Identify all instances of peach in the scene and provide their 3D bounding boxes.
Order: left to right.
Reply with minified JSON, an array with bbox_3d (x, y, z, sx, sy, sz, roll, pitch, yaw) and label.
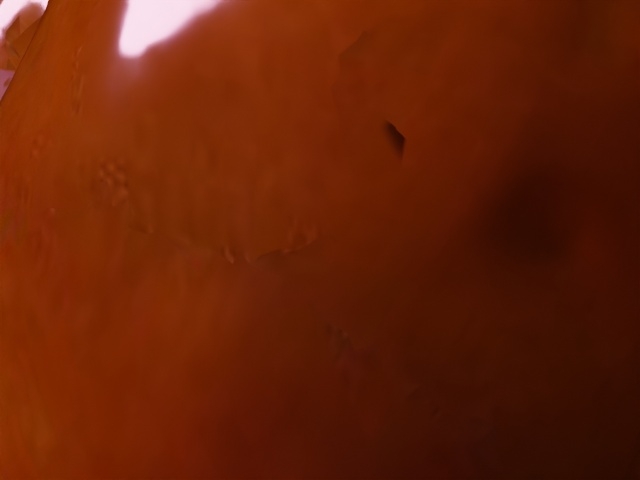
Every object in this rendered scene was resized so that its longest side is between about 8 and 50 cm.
[{"bbox_3d":[0.047,0.000,0.534,0.302,0.343,0.343,22,-5,-19],"label":"peach"}]
